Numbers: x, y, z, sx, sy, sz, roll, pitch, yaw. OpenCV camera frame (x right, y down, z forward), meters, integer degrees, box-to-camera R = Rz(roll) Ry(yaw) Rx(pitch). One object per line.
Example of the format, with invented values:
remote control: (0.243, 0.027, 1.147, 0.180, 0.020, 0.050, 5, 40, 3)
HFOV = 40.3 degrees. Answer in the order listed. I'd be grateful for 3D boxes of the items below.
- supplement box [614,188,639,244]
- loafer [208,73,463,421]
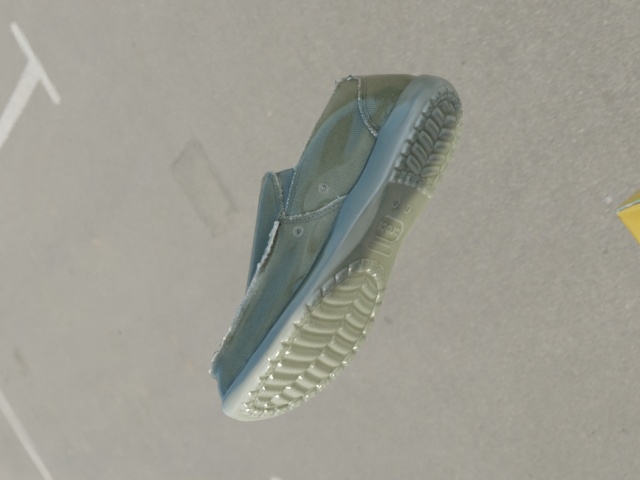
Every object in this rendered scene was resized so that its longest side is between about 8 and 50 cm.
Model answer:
supplement box: (0.421, 0.046, 0.604, 0.356, 0.194, 0.195, 53, 162, 0)
loafer: (0.000, 0.000, 0.568, 0.087, 0.251, 0.094, 30, 178, 33)
